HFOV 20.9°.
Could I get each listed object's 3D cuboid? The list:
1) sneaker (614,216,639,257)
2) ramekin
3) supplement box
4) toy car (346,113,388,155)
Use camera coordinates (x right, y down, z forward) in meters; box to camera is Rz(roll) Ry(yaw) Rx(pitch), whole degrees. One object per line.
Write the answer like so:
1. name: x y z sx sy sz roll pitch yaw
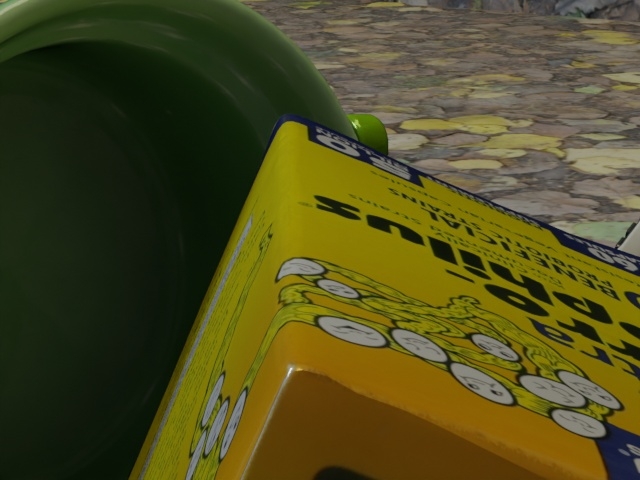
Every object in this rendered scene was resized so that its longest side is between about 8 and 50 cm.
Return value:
1. sneaker: 0.237 0.059 1.132 0.124 0.107 0.283 23 27 23
2. ramekin: -0.127 0.024 0.851 0.303 0.303 0.148 -13 12 -39
3. supplement box: 0.038 0.104 0.614 0.194 0.195 0.356 22 13 -7
4. toy car: 0.000 0.000 1.332 0.155 0.149 0.188 -6 42 -33
